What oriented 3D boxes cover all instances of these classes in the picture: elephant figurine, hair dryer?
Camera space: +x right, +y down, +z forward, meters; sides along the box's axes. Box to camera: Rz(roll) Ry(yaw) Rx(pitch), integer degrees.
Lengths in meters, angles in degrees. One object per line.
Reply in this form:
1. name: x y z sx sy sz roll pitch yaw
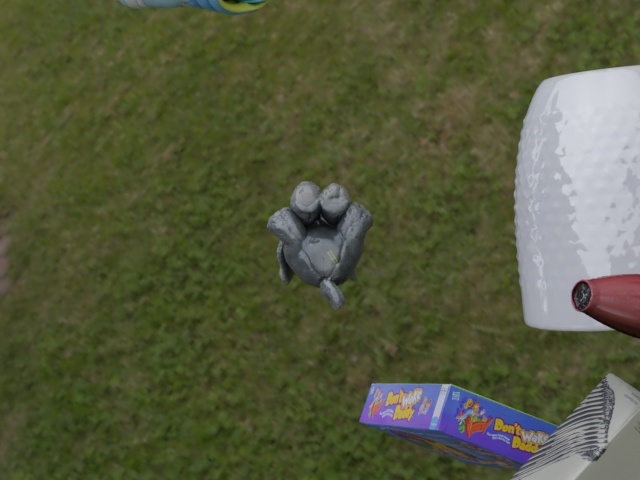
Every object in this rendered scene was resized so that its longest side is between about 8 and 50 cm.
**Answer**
1. elephant figurine: 0.000 0.000 1.861 0.186 0.169 0.239 -55 -1 -10
2. hair dryer: 0.427 0.074 1.291 0.293 0.223 0.080 5 80 12

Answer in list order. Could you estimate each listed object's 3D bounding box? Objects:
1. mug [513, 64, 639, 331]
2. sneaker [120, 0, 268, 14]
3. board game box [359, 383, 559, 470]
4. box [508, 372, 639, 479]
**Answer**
1. mug: 0.429 -0.067 1.601 0.276 0.374 0.328 -4 94 44
2. sneaker: -0.118 -0.400 1.577 0.208 0.127 0.319 13 47 20
3. board game box: 0.240 0.321 2.000 0.347 0.233 0.078 -19 50 70
4. box: 0.376 0.332 1.673 0.275 0.094 0.113 -47 23 -3
